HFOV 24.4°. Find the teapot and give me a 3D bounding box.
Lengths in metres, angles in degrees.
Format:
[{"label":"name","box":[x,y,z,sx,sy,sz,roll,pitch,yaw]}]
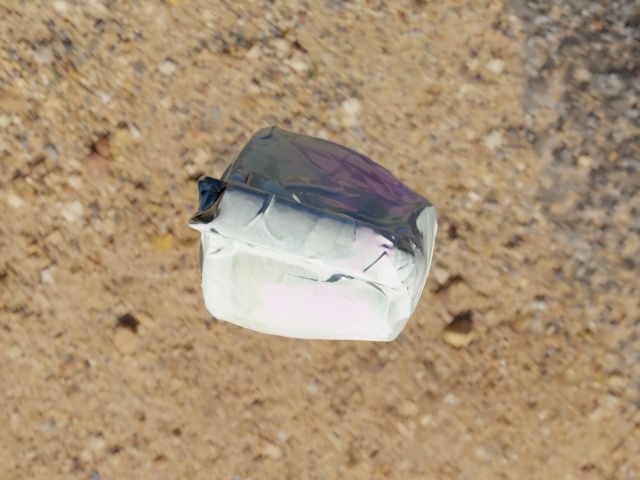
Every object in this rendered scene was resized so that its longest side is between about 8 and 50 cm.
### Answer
[{"label":"teapot","box":[0.005,-0.011,1.159,0.221,0.178,0.163,81,29,-59]}]
